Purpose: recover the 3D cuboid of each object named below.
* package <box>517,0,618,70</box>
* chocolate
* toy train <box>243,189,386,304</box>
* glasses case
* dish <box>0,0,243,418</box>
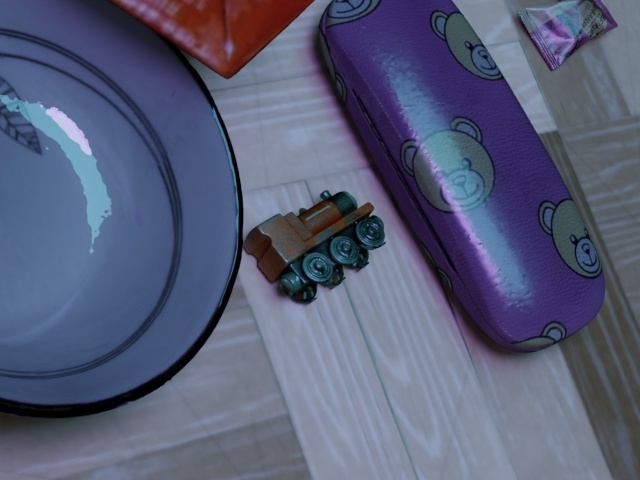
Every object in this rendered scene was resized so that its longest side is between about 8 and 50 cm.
[{"bbox_3d":[0.208,-0.186,1.551,0.083,0.029,0.059,-36,96,-25],"label":"package"},{"bbox_3d":[-0.117,-0.225,1.274,0.235,0.237,0.108,32,101,-14],"label":"chocolate"},{"bbox_3d":[0.000,0.000,1.346,0.103,0.044,0.064,-31,75,-35],"label":"toy train"},{"bbox_3d":[0.108,-0.063,1.411,0.123,0.076,0.316,-25,82,-35],"label":"glasses case"},{"bbox_3d":[-0.208,-0.026,1.204,0.316,0.106,0.316,12,64,-27],"label":"dish"}]
